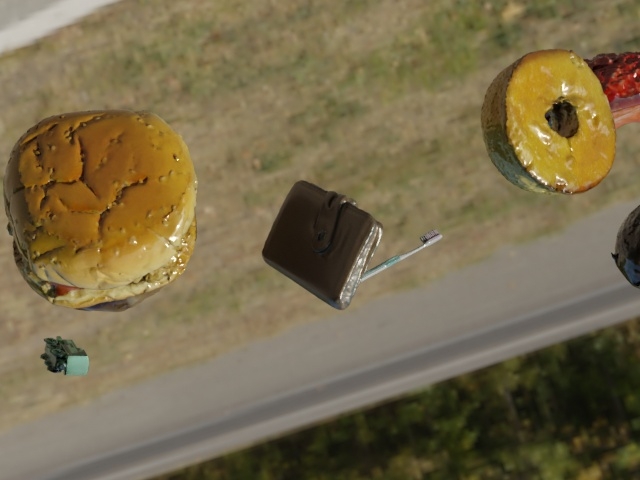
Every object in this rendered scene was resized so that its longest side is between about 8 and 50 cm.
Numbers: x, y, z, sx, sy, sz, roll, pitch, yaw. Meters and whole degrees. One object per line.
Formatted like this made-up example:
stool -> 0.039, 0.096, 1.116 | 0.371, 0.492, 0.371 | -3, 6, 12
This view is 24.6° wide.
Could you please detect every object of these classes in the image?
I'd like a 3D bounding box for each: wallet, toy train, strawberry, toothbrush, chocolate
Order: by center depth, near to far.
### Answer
chocolate -> 0.423, -0.034, 1.643 | 0.248, 0.110, 0.110 | -35, 180, -29
wallet -> 0.000, 0.000, 1.653 | 0.039, 0.118, 0.153 | 21, -174, -41
toothbrush -> 0.077, 0.026, 1.731 | 0.167, 0.014, 0.011 | -28, 159, -26
strawberry -> 0.384, -0.207, 1.938 | 0.228, 0.098, 0.174 | -24, 163, 28
toy train -> -0.343, 0.154, 1.964 | 0.053, 0.033, 0.083 | 3, -165, -23

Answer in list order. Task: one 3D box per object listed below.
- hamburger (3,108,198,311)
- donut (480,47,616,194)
hamburger -> -0.257, -0.041, 1.710 | 0.244, 0.244, 0.163 | -17, 165, -4
donut -> 0.240, -0.124, 1.581 | 0.178, 0.162, 0.065 | -3, 173, -41
